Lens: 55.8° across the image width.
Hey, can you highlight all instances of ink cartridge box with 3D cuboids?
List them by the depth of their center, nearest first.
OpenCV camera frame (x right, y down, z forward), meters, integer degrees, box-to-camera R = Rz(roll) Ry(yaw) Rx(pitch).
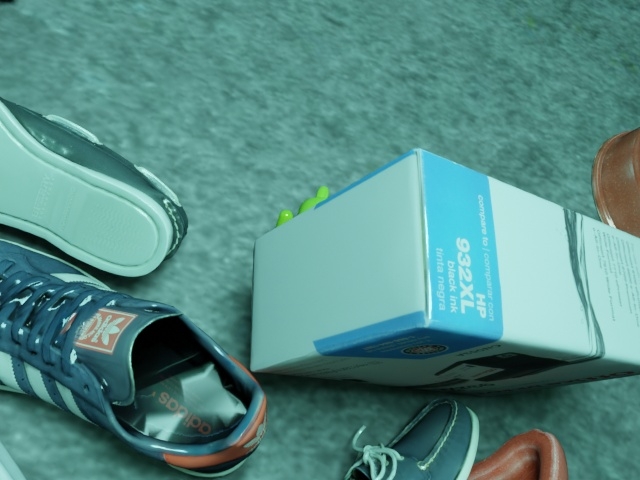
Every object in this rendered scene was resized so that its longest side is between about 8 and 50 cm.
[{"bbox_3d":[0.123,0.057,0.542,0.307,0.223,0.129,14,64,-33],"label":"ink cartridge box"}]

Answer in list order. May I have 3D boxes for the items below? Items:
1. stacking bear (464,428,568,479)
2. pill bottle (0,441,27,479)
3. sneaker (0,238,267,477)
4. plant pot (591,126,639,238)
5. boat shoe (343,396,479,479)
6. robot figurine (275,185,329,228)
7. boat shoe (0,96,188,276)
[{"bbox_3d":[0.218,0.344,0.536,0.289,0.175,0.164,48,32,-9],"label":"stacking bear"},{"bbox_3d":[-0.328,0.225,0.401,0.245,0.130,0.130,-35,82,-28],"label":"pill bottle"},{"bbox_3d":[-0.195,0.079,0.503,0.350,0.148,0.131,27,61,-7],"label":"sneaker"},{"bbox_3d":[0.558,-0.095,0.787,0.272,0.265,0.273,7,65,-16],"label":"plant pot"},{"bbox_3d":[0.052,0.236,0.560,0.254,0.095,0.079,-45,98,-21],"label":"boat shoe"},{"bbox_3d":[0.000,0.000,0.655,0.101,0.067,0.115,19,63,-1],"label":"robot figurine"},{"bbox_3d":[-0.269,-0.065,0.577,0.302,0.091,0.114,34,104,-4],"label":"boat shoe"}]
